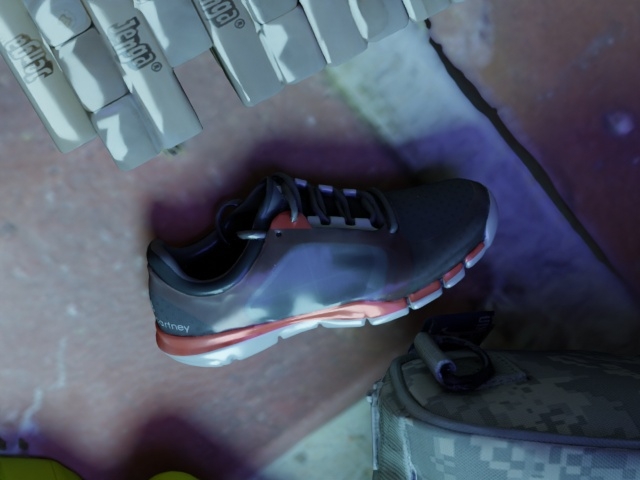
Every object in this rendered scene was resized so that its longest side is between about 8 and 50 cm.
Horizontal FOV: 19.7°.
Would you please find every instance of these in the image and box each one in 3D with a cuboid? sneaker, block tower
[{"bbox_3d":[0.000,0.000,0.773,0.158,0.061,0.065,-22,121,-9],"label":"sneaker"},{"bbox_3d":[0.034,-0.145,0.669,0.335,0.091,0.097,-28,129,-2],"label":"block tower"}]

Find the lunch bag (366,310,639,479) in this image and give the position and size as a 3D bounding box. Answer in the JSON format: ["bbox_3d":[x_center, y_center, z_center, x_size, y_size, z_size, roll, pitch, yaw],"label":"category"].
[{"bbox_3d":[0.140,0.193,0.831,0.256,0.212,0.305,1,99,-18],"label":"lunch bag"}]

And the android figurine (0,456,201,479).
[{"bbox_3d":[-0.128,0.200,0.857,0.248,0.056,0.273,-42,130,9],"label":"android figurine"}]
